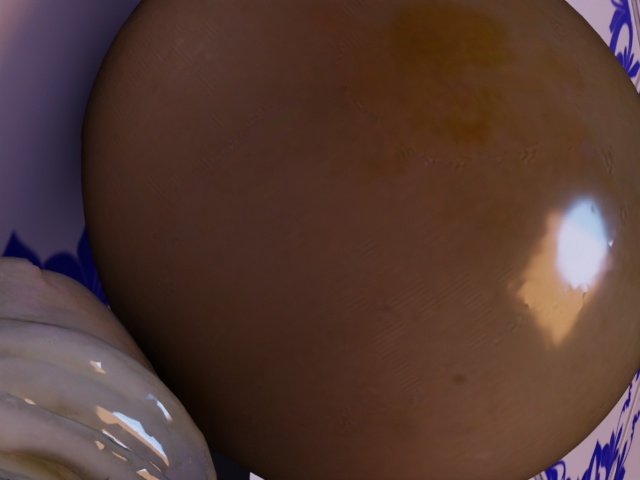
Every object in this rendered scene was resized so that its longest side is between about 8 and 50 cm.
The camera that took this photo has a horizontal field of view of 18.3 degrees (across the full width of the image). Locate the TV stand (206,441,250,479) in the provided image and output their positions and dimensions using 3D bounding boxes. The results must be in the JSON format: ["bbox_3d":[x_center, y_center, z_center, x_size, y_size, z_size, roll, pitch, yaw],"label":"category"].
[{"bbox_3d":[-0.082,0.243,1.359,0.040,0.049,0.257,-27,126,-61],"label":"TV stand"}]

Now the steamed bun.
[{"bbox_3d":[-0.150,0.181,0.944,0.275,0.206,0.320,-26,122,-61],"label":"steamed bun"}]

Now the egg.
[{"bbox_3d":[0.024,-0.024,1.072,0.301,0.374,0.301,-15,133,-17],"label":"egg"}]
